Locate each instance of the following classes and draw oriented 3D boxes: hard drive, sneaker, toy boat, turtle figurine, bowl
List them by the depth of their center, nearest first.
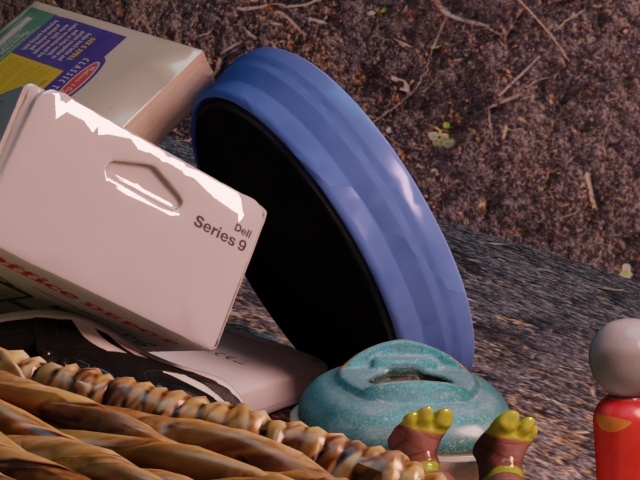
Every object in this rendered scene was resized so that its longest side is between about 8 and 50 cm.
[{"bbox_3d":[0.129,0.220,1.052,0.269,0.087,0.217,-3,46,-7],"label":"turtle figurine"},{"bbox_3d":[-0.146,0.111,1.065,0.217,0.079,0.121,17,8,-14],"label":"sneaker"},{"bbox_3d":[0.133,0.139,1.281,0.318,0.148,0.267,0,6,-8],"label":"toy boat"},{"bbox_3d":[-0.172,0.119,1.429,0.233,0.047,0.353,18,10,24],"label":"hard drive"},{"bbox_3d":[0.000,0.000,1.509,0.077,0.391,0.391,-32,29,-19],"label":"bowl"}]

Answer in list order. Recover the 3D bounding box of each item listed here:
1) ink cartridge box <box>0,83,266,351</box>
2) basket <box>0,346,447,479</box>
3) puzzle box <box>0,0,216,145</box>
[{"bbox_3d":[-0.209,-0.004,1.184,0.211,0.121,0.289,28,-18,-26],"label":"ink cartridge box"},{"bbox_3d":[-0.122,0.180,0.425,0.213,0.299,0.223,19,14,38],"label":"basket"},{"bbox_3d":[-0.328,-0.077,1.534,0.272,0.052,0.409,21,57,38],"label":"puzzle box"}]
